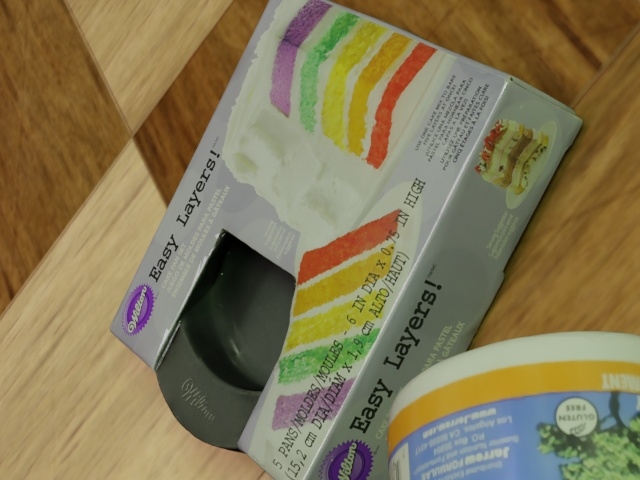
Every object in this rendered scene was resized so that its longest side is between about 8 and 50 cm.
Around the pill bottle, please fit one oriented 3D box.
[{"bbox_3d":[0.109,0.188,0.683,0.152,0.152,0.272,-29,52,38],"label":"pill bottle"}]

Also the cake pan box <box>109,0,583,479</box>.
[{"bbox_3d":[0.000,0.000,0.976,0.245,0.070,0.267,35,100,53],"label":"cake pan box"}]
